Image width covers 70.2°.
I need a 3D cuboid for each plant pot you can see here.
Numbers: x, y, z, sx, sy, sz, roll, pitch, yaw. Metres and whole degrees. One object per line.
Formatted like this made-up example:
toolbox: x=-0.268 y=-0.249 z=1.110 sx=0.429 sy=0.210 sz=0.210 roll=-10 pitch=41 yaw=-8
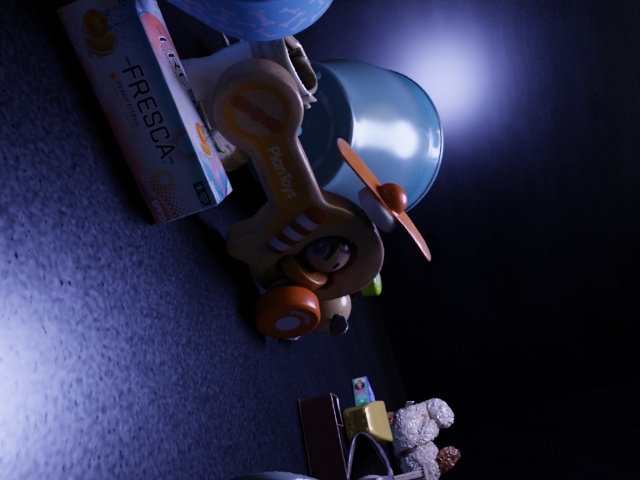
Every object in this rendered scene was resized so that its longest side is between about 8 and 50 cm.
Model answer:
plant pot: x=0.087 y=0.370 z=0.920 sx=0.083 sy=0.081 sz=0.082 roll=43 pitch=30 yaw=-54
plant pot: x=0.025 y=-0.156 z=0.709 sx=0.255 sy=0.271 sz=0.272 roll=-10 pitch=83 yaw=-60

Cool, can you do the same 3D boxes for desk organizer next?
desk organizer: x=0.009 y=0.287 z=0.641 sx=0.047 sy=0.050 sz=0.130 roll=58 pitch=17 yaw=-61

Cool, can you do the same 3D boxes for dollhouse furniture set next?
dollhouse furniture set: x=0.299 y=0.697 z=1.300 sx=0.161 sy=0.181 sz=0.101 roll=60 pitch=16 yaw=-57

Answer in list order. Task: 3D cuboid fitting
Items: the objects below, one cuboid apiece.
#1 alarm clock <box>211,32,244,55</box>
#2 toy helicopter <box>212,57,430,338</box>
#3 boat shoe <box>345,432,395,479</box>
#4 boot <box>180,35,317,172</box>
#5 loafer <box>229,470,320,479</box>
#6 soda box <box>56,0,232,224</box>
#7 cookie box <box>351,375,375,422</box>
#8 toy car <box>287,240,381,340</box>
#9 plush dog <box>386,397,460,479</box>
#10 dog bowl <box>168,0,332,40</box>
alarm clock: x=-0.129 y=-0.249 z=0.752 sx=0.192 sy=0.064 sz=0.130 roll=4 pitch=71 yaw=-82
toy helicopter: x=-0.006 y=-0.041 z=0.518 sx=0.355 sy=0.234 sz=0.140 roll=68 pitch=10 yaw=-48
boat shoe: x=0.080 y=0.415 z=0.720 sx=0.285 sy=0.102 sz=0.093 roll=-82 pitch=149 yaw=-80
boot: x=-0.080 y=-0.151 z=0.522 sx=0.213 sy=0.165 sz=0.077 roll=39 pitch=36 yaw=-73
loafer: x=-0.009 y=0.282 z=0.405 sx=0.268 sy=0.096 sz=0.084 roll=68 pitch=15 yaw=-46
soda box: x=-0.142 y=-0.112 z=0.391 sx=0.058 sy=0.062 sz=0.183 roll=-83 pitch=155 yaw=-71
cookie box: x=0.112 y=0.409 z=1.128 sx=0.107 sy=0.040 sz=0.092 roll=-97 pitch=167 yaw=-53
toy car: x=0.001 y=0.084 z=0.716 sx=0.188 sy=0.154 sz=0.149 roll=-70 pitch=144 yaw=-56
plush dog: x=0.304 y=0.653 z=1.441 sx=0.210 sy=0.262 sz=0.226 roll=16 pitch=39 yaw=-40
dog bowl: x=-0.105 y=-0.268 z=0.349 sx=0.297 sy=0.166 sz=0.074 roll=32 pitch=-10 yaw=2
